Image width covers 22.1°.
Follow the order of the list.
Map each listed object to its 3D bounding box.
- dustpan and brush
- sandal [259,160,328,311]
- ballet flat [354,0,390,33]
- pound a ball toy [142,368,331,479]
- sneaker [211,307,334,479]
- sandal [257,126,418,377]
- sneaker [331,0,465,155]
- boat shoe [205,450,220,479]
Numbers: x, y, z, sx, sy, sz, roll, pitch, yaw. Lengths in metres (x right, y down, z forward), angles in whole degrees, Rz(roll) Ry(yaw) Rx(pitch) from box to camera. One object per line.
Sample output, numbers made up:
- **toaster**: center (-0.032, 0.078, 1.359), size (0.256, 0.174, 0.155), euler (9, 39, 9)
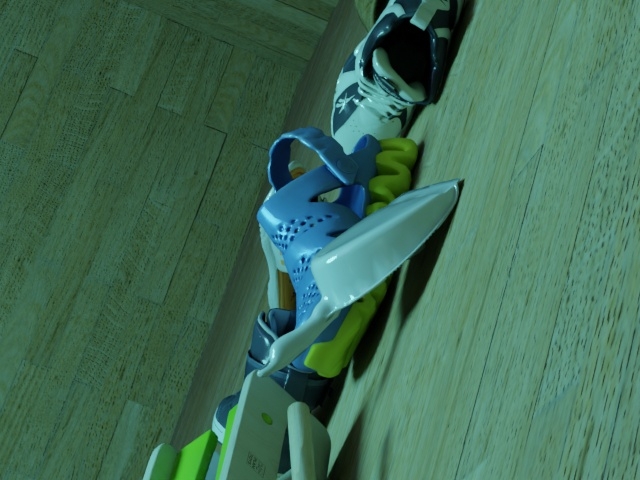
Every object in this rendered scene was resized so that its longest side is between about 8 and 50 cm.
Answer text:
- **dustpan and brush**: center (0.022, 0.033, 1.343), size (0.211, 0.060, 0.147), euler (-33, 6, -18)
- **sandal**: center (-0.016, 0.008, 2.024), size (0.102, 0.076, 0.265), euler (-55, -23, -33)
- **ballet flat**: center (0.120, -0.338, 1.872), size (0.342, 0.116, 0.124), euler (118, 152, -49)
- **pound a ball toy**: center (-0.037, 0.224, 1.244), size (0.208, 0.136, 0.319), euler (-39, 16, 19)
- **sneaker**: center (-0.046, 0.139, 1.607), size (0.226, 0.086, 0.163), euler (-141, 61, -74)
- **sandal**: center (0.000, 0.000, 1.534), size (0.317, 0.138, 0.126), euler (-79, 14, -52)
- **sneaker**: center (0.067, -0.159, 1.686), size (0.235, 0.094, 0.153), euler (-54, 4, 29)
- **boat shoe**: center (-0.087, 0.261, 1.511), size (0.040, 0.049, 0.142), euler (97, 151, -72)
